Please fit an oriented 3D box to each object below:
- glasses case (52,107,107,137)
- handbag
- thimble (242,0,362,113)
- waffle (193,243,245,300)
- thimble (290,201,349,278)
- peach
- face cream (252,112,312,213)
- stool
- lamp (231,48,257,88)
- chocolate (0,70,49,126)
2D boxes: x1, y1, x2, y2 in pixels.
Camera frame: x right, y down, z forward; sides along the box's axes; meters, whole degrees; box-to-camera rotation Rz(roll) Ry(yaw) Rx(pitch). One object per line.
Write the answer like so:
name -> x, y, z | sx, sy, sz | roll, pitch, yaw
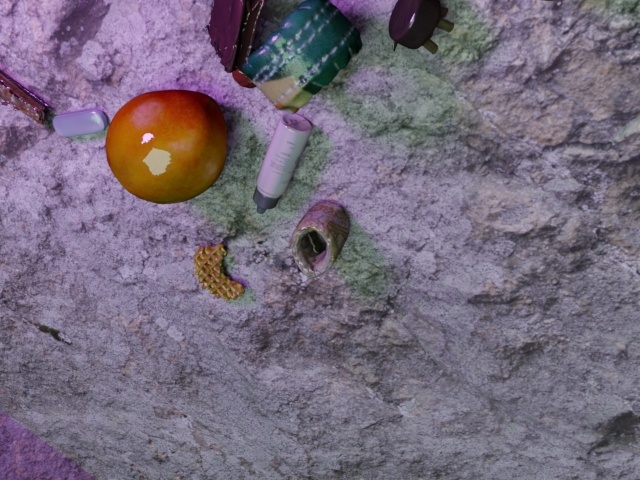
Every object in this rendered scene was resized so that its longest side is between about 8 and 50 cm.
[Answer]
glasses case -> -0.698, -0.340, 2.047 | 0.178, 0.045, 0.067 | -4, 119, 22
handbag -> -0.201, -0.524, 1.660 | 0.073, 0.203, 0.216 | -2, 132, -25
thimble -> -0.039, -0.423, 1.599 | 0.254, 0.288, 0.167 | -40, 104, 20
waffle -> -0.314, 0.098, 2.180 | 0.148, 0.051, 0.194 | -2, 115, 21
thimble -> 0.000, 0.000, 1.941 | 0.137, 0.143, 0.191 | 12, 124, 13
peach -> -0.391, -0.253, 1.850 | 0.332, 0.308, 0.308 | -38, 103, 18
face cream -> -0.116, -0.191, 1.896 | 0.092, 0.092, 0.311 | 28, 125, 2
stool -> 0.228, -0.512, 1.554 | 0.121, 0.125, 0.217 | 14, 103, -22
lamp -> -0.175, -0.431, 1.767 | 0.101, 0.090, 0.101 | -16, 135, -16
chocolate -> -0.930, -0.457, 2.054 | 0.329, 0.065, 0.102 | 37, 145, -4
